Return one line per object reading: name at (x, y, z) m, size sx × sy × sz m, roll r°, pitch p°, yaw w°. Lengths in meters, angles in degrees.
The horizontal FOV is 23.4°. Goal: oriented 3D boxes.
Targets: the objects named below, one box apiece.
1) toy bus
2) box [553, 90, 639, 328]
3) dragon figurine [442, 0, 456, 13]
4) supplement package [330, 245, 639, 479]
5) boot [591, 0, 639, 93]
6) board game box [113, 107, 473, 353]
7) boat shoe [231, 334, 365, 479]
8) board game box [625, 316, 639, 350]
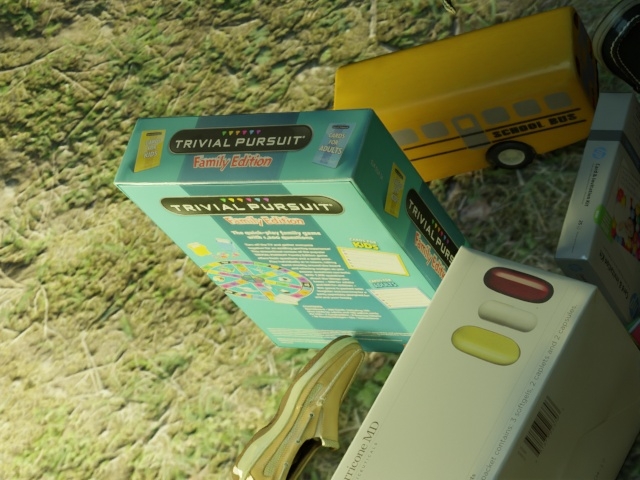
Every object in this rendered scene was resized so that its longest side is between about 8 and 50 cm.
toy bus at (0.129, -0.139, 1.653) m, size 0.333 × 0.130 × 0.108 m, roll -12°, pitch 54°, yaw 23°
box at (0.283, -0.026, 1.478) m, size 0.038 × 0.145 × 0.186 m, roll 4°, pitch 61°, yaw 33°
dragon figurine at (0.163, -0.414, 1.811) m, size 0.085 × 0.144 × 0.289 m, roll 12°, pitch 66°, yaw 36°
supplement package at (0.159, 0.176, 1.374) m, size 0.145 × 0.204 × 0.262 m, roll 17°, pitch 70°, yaw 38°
boot at (0.370, -0.135, 1.451) m, size 0.085 × 0.236 × 0.178 m, roll -52°, pitch 52°, yaw 12°
board game box at (0.000, 0.000, 1.497) m, size 0.254 × 0.336 × 0.079 m, roll 0°, pitch 60°, yaw 30°
boat shoe at (-0.006, 0.187, 1.564) m, size 0.072 × 0.068 × 0.190 m, roll 35°, pitch 90°, yaw 29°
board game box at (0.392, 0.136, 1.381) m, size 0.124 × 0.039 × 0.259 m, roll -36°, pitch 51°, yaw 5°
